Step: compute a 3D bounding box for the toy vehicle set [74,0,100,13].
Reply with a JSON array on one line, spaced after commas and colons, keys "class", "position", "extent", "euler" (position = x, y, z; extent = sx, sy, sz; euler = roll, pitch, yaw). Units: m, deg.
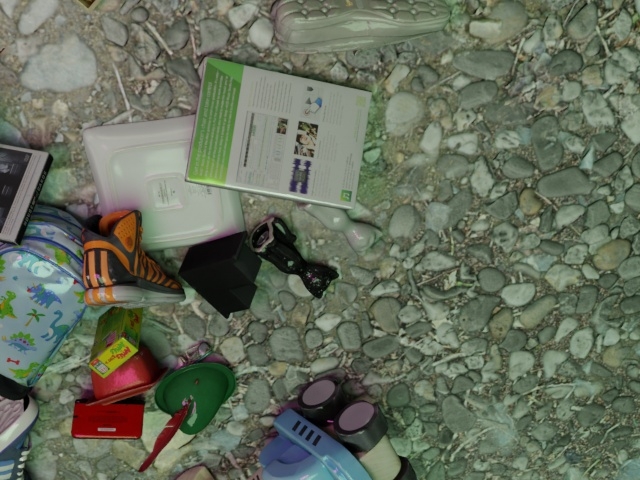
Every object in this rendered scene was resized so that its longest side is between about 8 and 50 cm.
[{"class": "toy vehicle set", "position": [-0.439, -0.520, 1.345], "extent": [0.267, 0.035, 0.166], "euler": [39, 130, -22]}]

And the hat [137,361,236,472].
[{"class": "hat", "position": [-0.261, 0.389, 1.732], "extent": [0.209, 0.183, 0.173], "euler": [-37, 131, 12]}]

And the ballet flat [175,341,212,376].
[{"class": "ballet flat", "position": [-0.285, 0.260, 1.774], "extent": [0.114, 0.041, 0.041], "euler": [-42, 114, 11]}]

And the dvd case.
[{"class": "dvd case", "position": [-0.618, -0.095, 1.459], "extent": [0.239, 0.029, 0.179], "euler": [11, 69, 7]}]

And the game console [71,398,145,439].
[{"class": "game console", "position": [-0.448, 0.377, 1.739], "extent": [0.144, 0.124, 0.085], "euler": [3, 143, -10]}]

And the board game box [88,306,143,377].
[{"class": "board game box", "position": [-0.406, 0.186, 1.637], "extent": [0.092, 0.181, 0.043], "euler": [-38, 114, 10]}]

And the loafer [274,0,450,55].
[{"class": "loafer", "position": [0.074, -0.396, 1.491], "extent": [0.320, 0.112, 0.111], "euler": [-3, 151, -8]}]

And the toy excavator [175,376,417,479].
[{"class": "toy excavator", "position": [-0.087, 0.518, 1.798], "extent": [0.445, 0.433, 0.222], "euler": [-38, 118, -22]}]

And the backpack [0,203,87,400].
[{"class": "backpack", "position": [-0.572, 0.104, 1.560], "extent": [0.290, 0.273, 0.355], "euler": [42, 85, -18]}]

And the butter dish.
[{"class": "butter dish", "position": [-0.414, 0.263, 1.708], "extent": [0.160, 0.160, 0.118], "euler": [-17, 93, 1]}]

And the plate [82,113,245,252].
[{"class": "plate", "position": [-0.299, -0.099, 1.597], "extent": [0.278, 0.045, 0.277], "euler": [-8, 115, -5]}]

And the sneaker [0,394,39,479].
[{"class": "sneaker", "position": [-0.666, 0.495, 1.787], "extent": [0.323, 0.130, 0.236], "euler": [-41, 123, 6]}]

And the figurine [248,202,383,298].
[{"class": "figurine", "position": [0.000, 0.000, 1.672], "extent": [0.215, 0.092, 0.209], "euler": [-43, 121, 11]}]

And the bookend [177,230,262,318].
[{"class": "bookend", "position": [-0.170, 0.071, 1.629], "extent": [0.157, 0.072, 0.156], "euler": [-16, 130, 35]}]

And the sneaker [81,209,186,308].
[{"class": "sneaker", "position": [-0.347, 0.035, 1.558], "extent": [0.125, 0.321, 0.179], "euler": [-8, 82, 9]}]

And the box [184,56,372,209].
[{"class": "box", "position": [-0.077, -0.195, 1.528], "extent": [0.322, 0.058, 0.232], "euler": [10, 86, -14]}]
